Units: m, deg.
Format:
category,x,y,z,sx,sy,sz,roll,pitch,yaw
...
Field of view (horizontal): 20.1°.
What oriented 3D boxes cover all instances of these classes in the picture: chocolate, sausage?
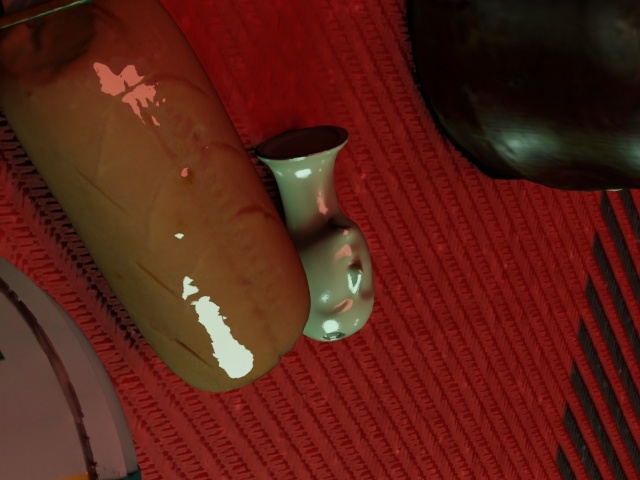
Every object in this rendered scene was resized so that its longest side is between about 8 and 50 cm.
category,x,y,z,sx,sy,sz,roll,pitch,yaw
chocolate,0.294,-0.198,1.392,0.384,0.331,0.383,-18,115,-46
sausage,-0.103,-0.036,1.138,0.121,0.121,0.304,-50,134,-26

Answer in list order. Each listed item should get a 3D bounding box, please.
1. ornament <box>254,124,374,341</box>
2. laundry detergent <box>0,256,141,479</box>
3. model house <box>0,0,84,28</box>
category,x,y,z,sx,sy,sz,roll,pitch,yaw
ornament,0.000,0.000,1.309,0.075,0.081,0.156,-26,118,-37
laundry detergent,-0.261,0.143,0.882,0.305,0.287,0.287,-6,108,-48
model house,-0.132,-0.197,0.880,0.271,0.206,0.178,-52,170,29
